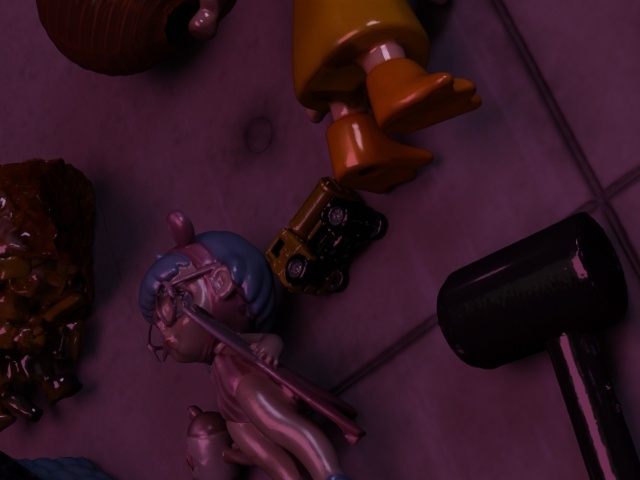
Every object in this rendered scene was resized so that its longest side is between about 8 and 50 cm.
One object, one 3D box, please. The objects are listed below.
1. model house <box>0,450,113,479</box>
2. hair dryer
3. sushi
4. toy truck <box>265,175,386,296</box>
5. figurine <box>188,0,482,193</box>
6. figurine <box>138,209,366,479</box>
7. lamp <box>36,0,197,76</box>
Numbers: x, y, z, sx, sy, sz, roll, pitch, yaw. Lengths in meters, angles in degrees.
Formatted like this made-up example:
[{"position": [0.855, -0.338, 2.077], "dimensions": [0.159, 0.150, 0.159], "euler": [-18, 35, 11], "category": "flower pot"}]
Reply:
[{"position": [-0.227, 0.305, 1.077], "dimensions": [0.261, 0.241, 0.225], "euler": [27, 97, 40], "category": "model house"}, {"position": [0.159, 0.117, 0.902], "dimensions": [0.114, 0.071, 0.248], "euler": [-26, 74, 34], "category": "hair dryer"}, {"position": [-0.282, 0.043, 1.235], "dimensions": [0.296, 0.167, 0.179], "euler": [-28, 45, 25], "category": "sushi"}, {"position": [0.000, 0.000, 1.059], "dimensions": [0.083, 0.049, 0.054], "euler": [-54, 52, 19], "category": "toy truck"}, {"position": [0.002, -0.216, 1.022], "dimensions": [0.215, 0.187, 0.343], "euler": [-39, 65, 44], "category": "figurine"}, {"position": [-0.048, 0.112, 1.064], "dimensions": [0.260, 0.103, 0.205], "euler": [54, 152, 31], "category": "figurine"}, {"position": [-0.164, -0.201, 1.182], "dimensions": [0.136, 0.136, 0.136], "euler": [-9, 77, 40], "category": "lamp"}]
